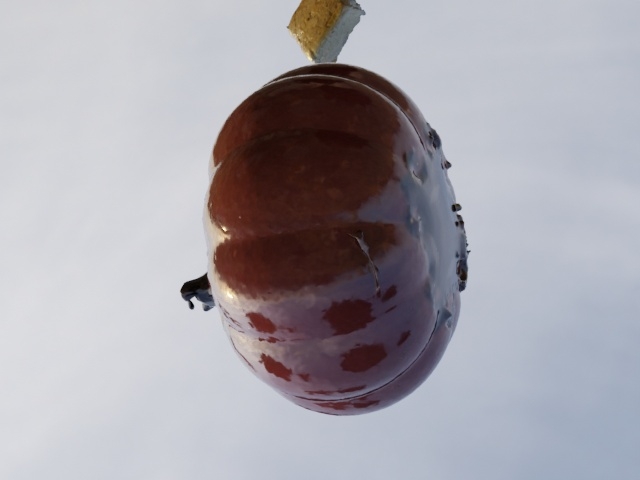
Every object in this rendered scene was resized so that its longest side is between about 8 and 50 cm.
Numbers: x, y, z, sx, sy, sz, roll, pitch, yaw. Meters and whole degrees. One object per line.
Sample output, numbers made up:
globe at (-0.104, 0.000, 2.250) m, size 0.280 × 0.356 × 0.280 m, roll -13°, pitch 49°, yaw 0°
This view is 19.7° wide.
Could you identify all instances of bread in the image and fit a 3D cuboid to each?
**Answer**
bread at (0.003, -0.198, 1.664) m, size 0.070 × 0.035 × 0.083 m, roll -60°, pitch -147°, yaw 13°

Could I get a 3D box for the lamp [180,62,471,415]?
lamp at (0.000, 0.000, 0.945) m, size 0.140 × 0.182 × 0.182 m, roll -5°, pitch -152°, yaw 17°
